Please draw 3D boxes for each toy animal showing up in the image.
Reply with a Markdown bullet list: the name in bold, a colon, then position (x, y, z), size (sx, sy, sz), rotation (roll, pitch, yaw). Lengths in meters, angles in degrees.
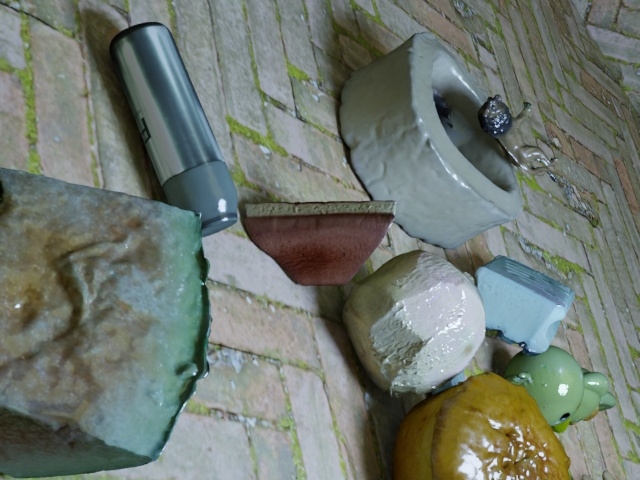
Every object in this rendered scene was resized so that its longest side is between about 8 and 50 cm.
- **toy animal**: position (0.326, -0.166, 1.692), size (0.219, 0.069, 0.086), rotation (39, 59, -27)

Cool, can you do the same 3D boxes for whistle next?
- **whistle**: position (0.403, 0.263, 1.704), size (0.294, 0.141, 0.141), rotation (33, 42, -36)

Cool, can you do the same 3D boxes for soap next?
- **soap**: position (0.319, 0.094, 1.649), size (0.150, 0.094, 0.261), rotation (33, 13, 12)

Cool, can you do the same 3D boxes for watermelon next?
- **watermelon**: position (-0.258, 0.057, 0.893), size (0.302, 0.151, 0.264), rotation (22, 51, -25)

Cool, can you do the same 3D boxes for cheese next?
- **cheese**: position (0.190, -0.156, 1.683), size (0.332, 0.153, 0.292), rotation (43, 37, -33)

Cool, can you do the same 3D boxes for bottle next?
- **bottle**: position (-0.168, -0.127, 1.208), size (0.096, 0.079, 0.254), rotation (110, -43, -79)

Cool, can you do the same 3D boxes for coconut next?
- **coconut**: position (0.132, 0.102, 1.385), size (0.194, 0.194, 0.194), rotation (36, 41, -38)

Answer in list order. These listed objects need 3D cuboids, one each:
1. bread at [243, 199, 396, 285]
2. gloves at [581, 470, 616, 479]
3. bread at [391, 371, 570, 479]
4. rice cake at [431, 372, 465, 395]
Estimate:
- **bread**: position (0.000, -0.001, 1.327), size (0.067, 0.192, 0.119), rotation (-81, 171, -51)
- **gloves**: position (0.466, 0.461, 1.675), size (0.164, 0.124, 0.203), rotation (64, 34, -48)
- **bread**: position (0.209, 0.297, 1.349), size (0.268, 0.145, 0.269), rotation (17, 64, -39)
- **rice cake**: position (0.189, 0.179, 1.533), size (0.081, 0.051, 0.290), rotation (25, 50, -43)
